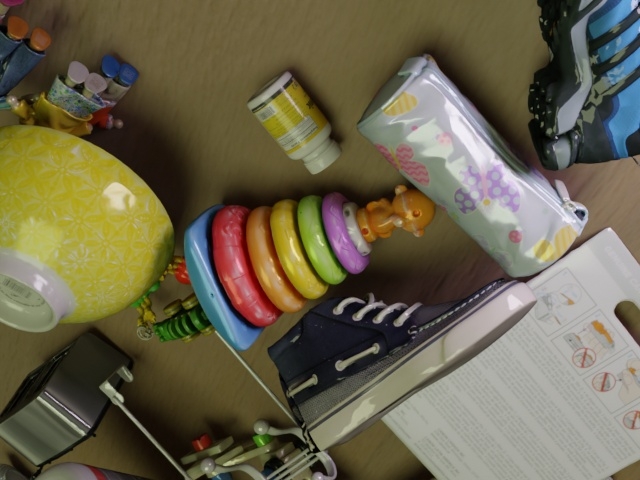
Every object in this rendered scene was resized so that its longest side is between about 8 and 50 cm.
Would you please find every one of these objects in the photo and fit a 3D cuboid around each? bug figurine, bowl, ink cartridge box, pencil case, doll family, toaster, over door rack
[{"bbox_3d":[-0.276,0.002,1.186,0.279,0.072,0.216,38,131,-11],"label":"bug figurine"},{"bbox_3d":[-0.340,0.017,1.042,0.290,0.156,0.289,12,139,10],"label":"bowl"},{"bbox_3d":[0.290,0.186,1.127,0.385,0.091,0.308,-37,105,17],"label":"ink cartridge box"},{"bbox_3d":[0.167,-0.080,0.945,0.273,0.113,0.124,42,159,-8],"label":"pencil case"},{"bbox_3d":[-0.366,-0.185,1.037,0.263,0.118,0.163,34,130,-24],"label":"doll family"},{"bbox_3d":[-0.405,0.254,1.331,0.110,0.185,0.168,44,126,-17],"label":"toaster"},{"bbox_3d":[-0.164,0.269,1.220,0.239,0.108,0.324,-39,82,24],"label":"over door rack"}]

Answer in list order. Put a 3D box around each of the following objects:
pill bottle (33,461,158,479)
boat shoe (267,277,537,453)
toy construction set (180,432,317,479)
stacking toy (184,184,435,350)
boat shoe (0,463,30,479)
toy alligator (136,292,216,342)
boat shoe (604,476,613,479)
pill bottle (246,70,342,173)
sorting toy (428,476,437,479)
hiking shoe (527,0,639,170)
[{"bbox_3d":[-0.284,0.484,1.344,0.210,0.210,0.363,-24,144,31],"label":"pill bottle"},{"bbox_3d":[0.081,0.110,1.031,0.340,0.127,0.158,-38,72,18],"label":"boat shoe"},{"bbox_3d":[-0.066,0.417,1.356,0.327,0.151,0.215,50,148,-8],"label":"toy construction set"},{"bbox_3d":[0.000,0.000,1.056,0.302,0.166,0.175,-21,101,17],"label":"stacking toy"},{"bbox_3d":[-0.534,0.500,1.614,0.081,0.079,0.227,-18,120,18],"label":"boat shoe"},{"bbox_3d":[-0.199,0.117,1.159,0.190,0.051,0.056,-22,105,35],"label":"toy alligator"},{"bbox_3d":[0.331,0.400,1.239,0.078,0.070,0.219,43,125,-11],"label":"boat shoe"},{"bbox_3d":[-0.028,-0.137,1.010,0.065,0.065,0.116,-29,110,32],"label":"pill bottle"},{"bbox_3d":[0.179,0.468,1.273,0.208,0.038,0.193,45,120,-3],"label":"sorting toy"},{"bbox_3d":[0.287,-0.213,0.840,0.132,0.113,0.304,-2,126,-2],"label":"hiking shoe"}]
